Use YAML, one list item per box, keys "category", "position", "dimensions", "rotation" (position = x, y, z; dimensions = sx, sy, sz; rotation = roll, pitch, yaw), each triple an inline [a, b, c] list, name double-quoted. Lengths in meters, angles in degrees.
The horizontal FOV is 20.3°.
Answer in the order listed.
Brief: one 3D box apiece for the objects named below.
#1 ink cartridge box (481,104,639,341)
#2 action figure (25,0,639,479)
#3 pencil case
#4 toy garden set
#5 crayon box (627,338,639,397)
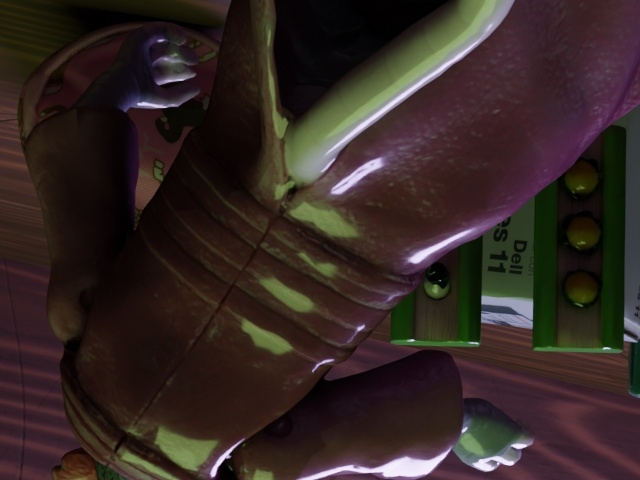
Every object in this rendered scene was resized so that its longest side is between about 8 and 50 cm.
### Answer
- category: "ink cartridge box"
  position: [0.094, -0.032, 1.048]
  dimensions: [0.208, 0.153, 0.087]
  rotation: [5, 168, 31]
- category: "action figure"
  position: [0.000, 0.000, 0.677]
  dimensions: [0.248, 0.370, 0.276]
  rotation: [32, -163, 2]
- category: "pencil case"
  position: [-0.101, -0.033, 1.278]
  dimensions: [0.167, 0.160, 0.386]
  rotation: [-22, 168, 0]
- category: "toy garden set"
  position: [0.091, -0.052, 0.846]
  dimensions: [0.244, 0.203, 0.049]
  rotation: [2, 171, 4]
- category: "crayon box"
  position: [0.372, 0.047, 1.103]
  dimensions: [0.323, 0.083, 0.203]
  rotation: [7, -158, 23]
